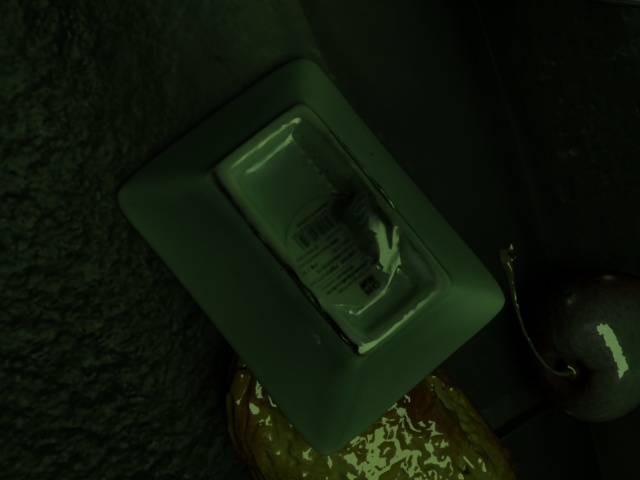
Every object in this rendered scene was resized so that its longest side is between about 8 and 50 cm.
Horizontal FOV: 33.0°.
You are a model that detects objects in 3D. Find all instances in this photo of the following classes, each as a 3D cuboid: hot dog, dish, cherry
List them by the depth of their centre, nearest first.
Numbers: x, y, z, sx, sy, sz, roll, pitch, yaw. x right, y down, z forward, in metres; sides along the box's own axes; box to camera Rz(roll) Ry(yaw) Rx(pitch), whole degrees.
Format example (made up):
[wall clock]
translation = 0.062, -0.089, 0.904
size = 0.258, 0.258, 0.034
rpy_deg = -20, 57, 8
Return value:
[dish]
translation = 0.000, 0.000, 0.739
size = 0.182, 0.080, 0.243
rpy_deg = -39, 87, -15
[hot dog]
translation = 0.034, 0.151, 0.826
size = 0.175, 0.114, 0.259
rpy_deg = -37, 92, -9
[cherry]
translation = 0.229, 0.056, 0.900
size = 0.148, 0.115, 0.188
rpy_deg = -20, 104, -1

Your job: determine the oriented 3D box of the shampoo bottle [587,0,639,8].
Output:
[shampoo bottle]
translation = 0.230, -0.294, 0.734
size = 0.273, 0.273, 0.266
rpy_deg = -4, 112, -25
